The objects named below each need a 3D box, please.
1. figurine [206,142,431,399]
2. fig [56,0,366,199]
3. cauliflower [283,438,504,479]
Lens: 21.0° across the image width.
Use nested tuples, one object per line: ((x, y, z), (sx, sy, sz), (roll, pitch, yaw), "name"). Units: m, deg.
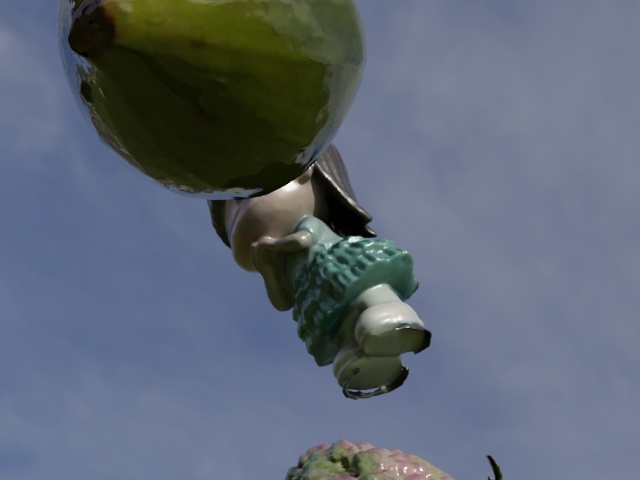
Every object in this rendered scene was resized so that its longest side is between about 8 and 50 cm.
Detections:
((0.000, 0.000, 1.297), (0.110, 0.245, 0.138), (0, -48, -40), "figurine")
((-0.087, -0.123, 1.089), (0.203, 0.203, 0.225), (-10, -1, 34), "fig")
((0.043, 0.302, 1.392), (0.256, 0.315, 0.239), (28, -4, 16), "cauliflower")
